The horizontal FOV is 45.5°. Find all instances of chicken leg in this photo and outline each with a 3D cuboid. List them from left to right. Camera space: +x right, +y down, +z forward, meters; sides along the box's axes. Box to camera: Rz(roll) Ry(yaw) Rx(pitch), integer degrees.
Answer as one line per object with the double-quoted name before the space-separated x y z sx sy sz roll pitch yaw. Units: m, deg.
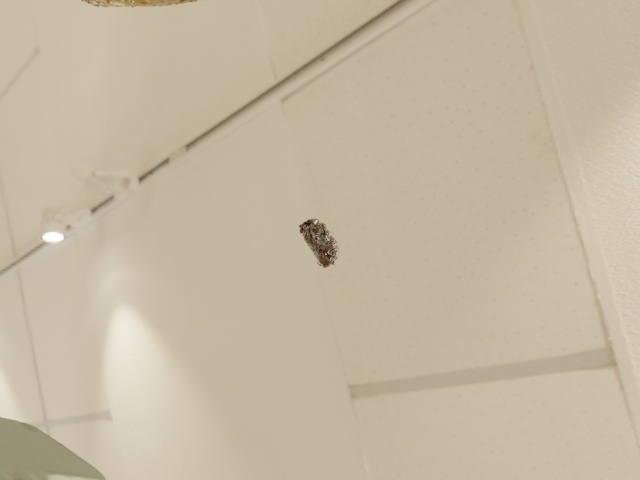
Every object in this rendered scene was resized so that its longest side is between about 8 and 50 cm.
"chicken leg" 0.000 0.002 0.548 0.083 0.021 0.036 -145 -147 -82

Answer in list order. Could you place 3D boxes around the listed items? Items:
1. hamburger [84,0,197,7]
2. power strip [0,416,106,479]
"hamburger" -0.174 -0.284 0.732 0.191 0.182 0.117 15 -68 34
"power strip" -0.250 0.176 0.541 0.194 0.265 0.059 21 -101 29
